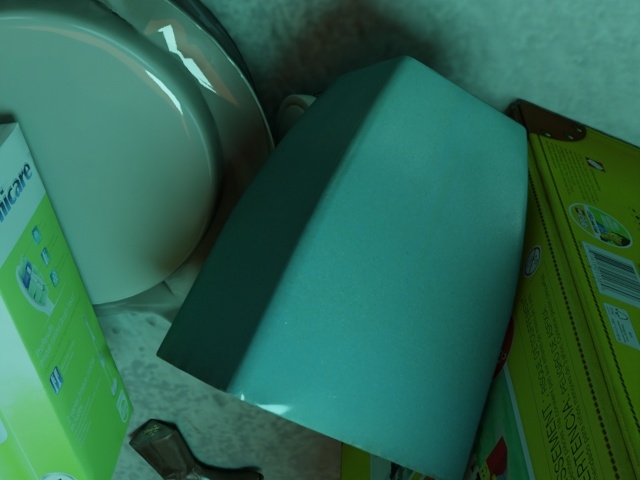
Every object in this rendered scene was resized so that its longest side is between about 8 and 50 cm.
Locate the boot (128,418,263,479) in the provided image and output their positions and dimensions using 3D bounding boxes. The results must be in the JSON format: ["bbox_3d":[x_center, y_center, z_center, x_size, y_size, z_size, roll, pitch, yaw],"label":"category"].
[{"bbox_3d":[-0.127,0.224,0.963,0.106,0.037,0.114,-21,115,13],"label":"boot"}]

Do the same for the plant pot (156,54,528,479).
[{"bbox_3d":[0.029,0.009,0.627,0.165,0.165,0.234,26,81,-23],"label":"plant pot"}]

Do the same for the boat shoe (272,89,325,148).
[{"bbox_3d":[0.000,0.000,0.775,0.079,0.095,0.255,-8,114,-29],"label":"boat shoe"}]

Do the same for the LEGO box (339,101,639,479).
[{"bbox_3d":[0.161,0.192,0.649,0.193,0.500,0.373,20,122,-10],"label":"LEGO box"}]

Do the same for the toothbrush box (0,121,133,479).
[{"bbox_3d":[-0.287,0.075,0.701,0.206,0.122,0.283,-7,121,8],"label":"toothbrush box"}]

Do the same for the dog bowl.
[{"bbox_3d":[-0.202,-0.070,0.734,0.348,0.102,0.349,1,122,2],"label":"dog bowl"}]
